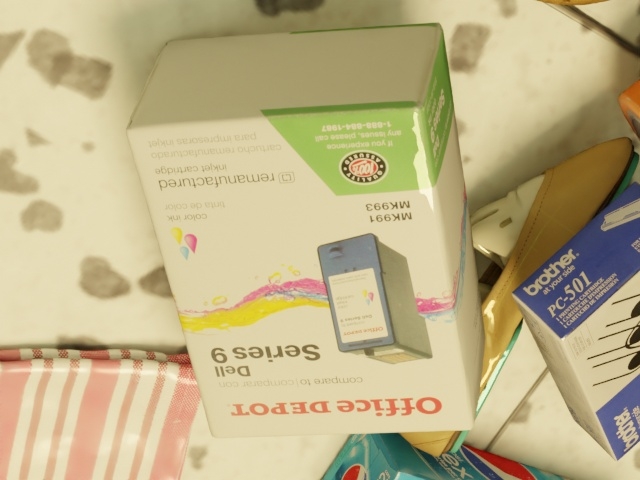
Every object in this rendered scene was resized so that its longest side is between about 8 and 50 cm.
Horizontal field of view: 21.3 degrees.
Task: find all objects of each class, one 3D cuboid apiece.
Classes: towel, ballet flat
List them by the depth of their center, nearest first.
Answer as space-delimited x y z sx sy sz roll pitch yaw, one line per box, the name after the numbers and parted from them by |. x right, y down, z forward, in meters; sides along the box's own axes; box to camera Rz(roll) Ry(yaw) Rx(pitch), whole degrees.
-0.172 0.129 1.003 0.197 0.029 0.144 2 118 -21 | towel
0.102 0.026 1.015 0.073 0.080 0.232 30 106 0 | ballet flat

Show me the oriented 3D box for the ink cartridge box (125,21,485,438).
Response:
0.000 0.000 0.917 0.154 0.093 0.212 -2 127 13 | ink cartridge box

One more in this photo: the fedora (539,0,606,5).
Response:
0.132 -0.216 0.872 0.194 0.079 0.194 -13 127 -18 | fedora

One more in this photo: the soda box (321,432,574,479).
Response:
0.107 0.184 1.112 0.210 0.067 0.071 21 111 -29 | soda box

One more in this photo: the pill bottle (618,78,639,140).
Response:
0.291 -0.117 0.958 0.246 0.130 0.130 -35 125 4 | pill bottle

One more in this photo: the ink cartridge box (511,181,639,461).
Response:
0.183 0.054 1.019 0.097 0.046 0.207 -41 149 -5 | ink cartridge box
